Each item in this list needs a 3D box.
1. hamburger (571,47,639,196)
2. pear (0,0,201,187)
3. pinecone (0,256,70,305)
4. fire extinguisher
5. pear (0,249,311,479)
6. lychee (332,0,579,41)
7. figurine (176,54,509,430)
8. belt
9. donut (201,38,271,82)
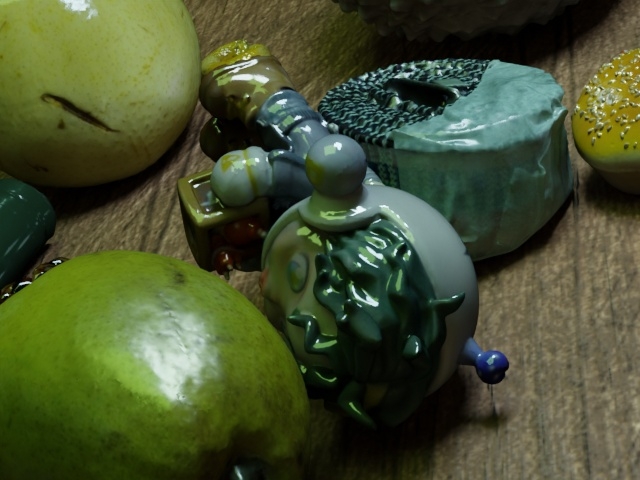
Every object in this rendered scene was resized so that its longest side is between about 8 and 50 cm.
[{"bbox_3d":[0.333,-0.120,1.500,0.210,0.116,0.173,3,40,38],"label":"hamburger"},{"bbox_3d":[-0.293,-0.214,1.926,0.309,0.309,0.309,-17,29,10],"label":"pear"},{"bbox_3d":[-0.231,0.098,1.494,0.174,0.173,0.173,-17,29,10],"label":"pinecone"},{"bbox_3d":[-0.396,0.058,1.738,0.114,0.095,0.311,-34,16,38],"label":"fire extinguisher"},{"bbox_3d":[-0.137,0.134,1.254,0.253,0.253,0.307,-37,29,-24],"label":"pear"},{"bbox_3d":[0.166,-0.408,1.860,0.432,0.380,0.380,-20,24,39],"label":"lychee"},{"bbox_3d":[-0.002,-0.002,1.380,0.186,0.261,0.382,-27,52,-12],"label":"figurine"},{"bbox_3d":[0.120,-0.083,1.558,0.207,0.150,0.257,-28,28,-31],"label":"belt"},{"bbox_3d":[-0.109,-0.216,2.054,0.097,0.043,0.108,-36,27,-24],"label":"donut"}]
